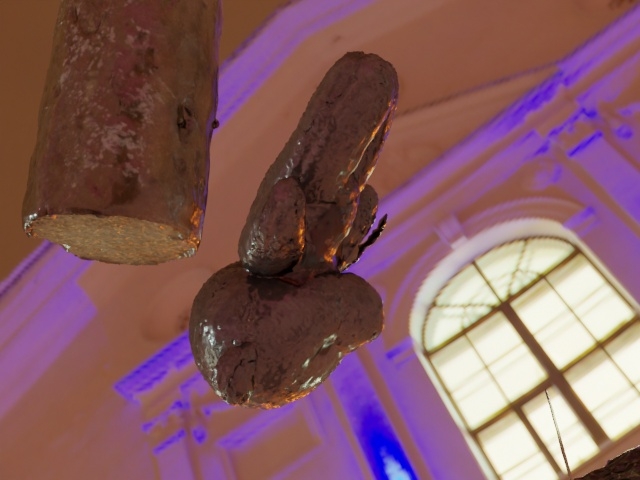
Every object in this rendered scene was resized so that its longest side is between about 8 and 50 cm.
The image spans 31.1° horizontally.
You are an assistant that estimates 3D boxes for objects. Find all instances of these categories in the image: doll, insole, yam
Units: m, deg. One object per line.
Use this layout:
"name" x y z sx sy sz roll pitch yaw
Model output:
"doll" 0.005 0.006 1.006 0.158 0.246 0.340 32 -86 11
"insole" 0.290 0.241 1.391 0.002 0.152 0.053 -18 -49 11
"yam" -0.112 -0.088 0.685 0.107 0.107 0.194 12 -110 -22

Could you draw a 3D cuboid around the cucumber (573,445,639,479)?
"cucumber" 0.264 0.149 0.549 0.300 0.072 0.072 19 -68 -7
